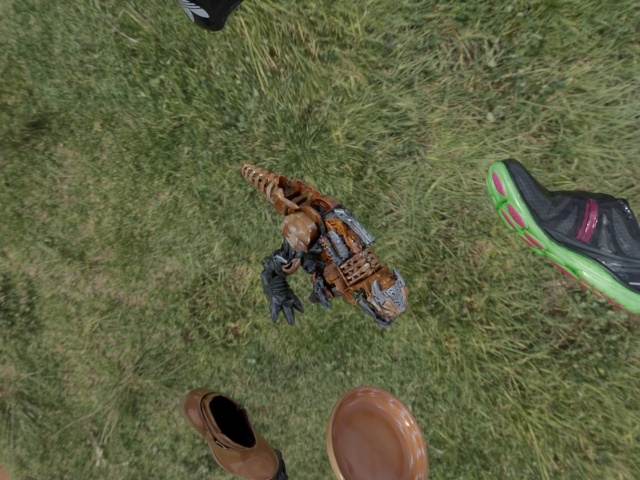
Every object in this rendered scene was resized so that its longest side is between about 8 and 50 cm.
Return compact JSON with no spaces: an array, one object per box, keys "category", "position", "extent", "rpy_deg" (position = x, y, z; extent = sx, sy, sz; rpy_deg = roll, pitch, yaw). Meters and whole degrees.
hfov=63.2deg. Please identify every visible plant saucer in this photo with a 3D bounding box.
[{"category":"plant saucer","position":[0.089,0.339,0.847],"extent":[0.200,0.200,0.037],"rpy_deg":[40,132,-8]}]

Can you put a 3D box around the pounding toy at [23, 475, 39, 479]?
[{"category":"pounding toy","position":[-0.369,0.347,0.637],"extent":[0.206,0.181,0.094],"rpy_deg":[36,98,-18]}]

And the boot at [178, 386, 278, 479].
[{"category":"boot","position":[-0.163,0.406,1.079],"extent":[0.283,0.220,0.109],"rpy_deg":[50,58,-7]}]

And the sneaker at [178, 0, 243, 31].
[{"category":"sneaker","position":[-0.005,-0.265,0.396],"extent":[0.108,0.121,0.302],"rpy_deg":[35,60,28]}]

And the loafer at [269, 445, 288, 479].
[{"category":"loafer","position":[-0.113,0.625,1.251],"extent":[0.095,0.302,0.109],"rpy_deg":[16,107,-2]}]

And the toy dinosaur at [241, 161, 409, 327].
[{"category":"toy dinosaur","position":[0.000,0.000,0.775],"extent":[0.164,0.218,0.322],"rpy_deg":[-11,59,-22]}]

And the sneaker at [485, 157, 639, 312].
[{"category":"sneaker","position":[0.583,-0.040,1.189],"extent":[0.482,0.185,0.202],"rpy_deg":[37,94,-5]}]
